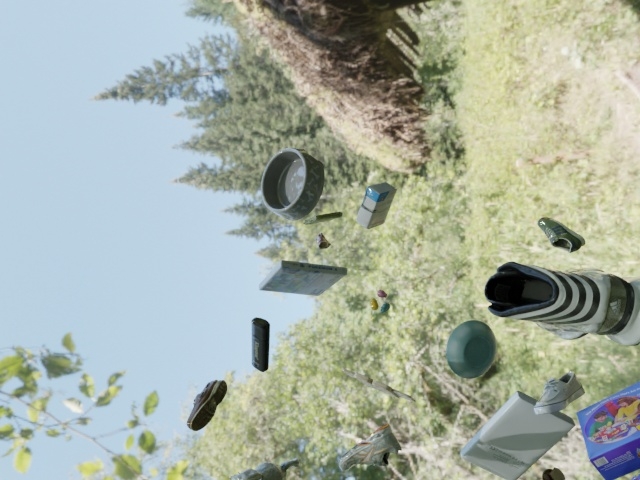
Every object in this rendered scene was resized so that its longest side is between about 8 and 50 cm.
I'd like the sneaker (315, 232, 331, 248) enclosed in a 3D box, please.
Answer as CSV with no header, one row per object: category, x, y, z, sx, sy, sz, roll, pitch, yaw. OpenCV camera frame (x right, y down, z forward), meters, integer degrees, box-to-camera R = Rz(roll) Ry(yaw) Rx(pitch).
sneaker,0.000,0.000,2.179,0.067,0.042,0.118,50,-169,15

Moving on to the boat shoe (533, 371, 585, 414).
boat shoe,0.752,0.486,1.651,0.258,0.095,0.084,-7,-107,-43

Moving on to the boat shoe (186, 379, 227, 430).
boat shoe,-0.336,0.476,1.492,0.178,0.060,0.064,-56,-40,-53

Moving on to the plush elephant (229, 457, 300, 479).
plush elephant,-0.163,0.825,1.631,0.272,0.330,0.255,-5,-48,-42

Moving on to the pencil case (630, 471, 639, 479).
pencil case,0.910,0.634,1.311,0.306,0.119,0.133,10,-126,-33

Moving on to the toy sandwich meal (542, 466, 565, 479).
toy sandwich meal,0.841,0.860,1.854,0.029,0.086,0.085,105,179,-54

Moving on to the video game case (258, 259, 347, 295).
video game case,-0.084,0.171,2.277,0.329,0.300,0.036,136,138,-58

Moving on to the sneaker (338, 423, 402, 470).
sneaker,0.180,0.786,1.876,0.121,0.262,0.099,54,-158,19

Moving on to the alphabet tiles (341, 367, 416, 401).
alphabet tiles,0.217,0.548,1.934,0.021,0.278,0.284,-66,-23,-15

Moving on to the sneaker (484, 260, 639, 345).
sneaker,0.468,0.106,1.099,0.447,0.258,0.169,67,-142,-83

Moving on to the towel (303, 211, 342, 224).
towel,0.011,-0.093,2.186,0.148,0.110,0.027,-12,-93,-35

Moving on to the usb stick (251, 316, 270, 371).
usb stick,-0.229,0.399,1.960,0.045,0.077,0.277,-51,-25,-46

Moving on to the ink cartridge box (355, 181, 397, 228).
ink cartridge box,0.258,-0.162,2.372,0.140,0.082,0.190,-19,-41,-44

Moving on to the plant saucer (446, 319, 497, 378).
plant saucer,0.500,0.357,1.668,0.037,0.195,0.194,-173,80,-73

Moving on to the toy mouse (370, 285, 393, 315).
toy mouse,0.312,0.301,2.548,0.143,0.031,0.160,-2,-91,-31

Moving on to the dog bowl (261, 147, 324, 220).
dog bowl,-0.141,-0.269,2.390,0.102,0.349,0.348,13,-105,-46

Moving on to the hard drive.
hard drive,0.708,0.719,1.872,0.353,0.233,0.047,-60,5,27

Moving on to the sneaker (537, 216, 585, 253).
sneaker,0.904,-0.018,1.975,0.086,0.192,0.064,-34,-38,-24

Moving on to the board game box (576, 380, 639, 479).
board game box,0.877,0.471,1.371,0.078,0.347,0.233,52,-157,1
